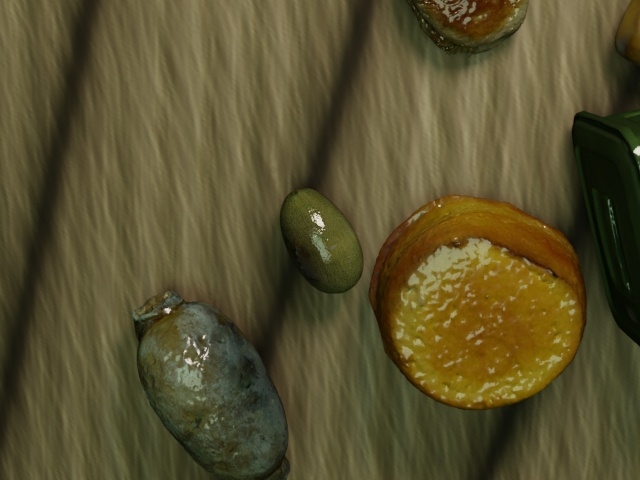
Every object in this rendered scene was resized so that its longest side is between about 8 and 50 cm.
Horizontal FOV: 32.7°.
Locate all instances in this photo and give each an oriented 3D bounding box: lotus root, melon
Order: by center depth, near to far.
[{"bbox_3d":[0.000,0.000,1.545,0.099,0.099,0.162,-27,98,13],"label":"melon"},{"bbox_3d":[-0.148,0.232,1.595,0.175,0.175,0.349,-30,104,14],"label":"lotus root"}]

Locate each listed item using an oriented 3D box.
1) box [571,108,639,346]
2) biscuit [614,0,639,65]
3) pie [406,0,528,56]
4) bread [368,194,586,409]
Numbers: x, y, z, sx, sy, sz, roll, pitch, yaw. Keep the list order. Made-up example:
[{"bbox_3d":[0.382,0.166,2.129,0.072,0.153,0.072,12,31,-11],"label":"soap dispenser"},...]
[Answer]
[{"bbox_3d":[0.462,-0.020,1.418,0.177,0.253,0.329,-16,105,-2],"label":"box"},{"bbox_3d":[0.528,-0.290,1.343,0.290,0.062,0.237,32,106,31],"label":"biscuit"},{"bbox_3d":[0.188,-0.341,1.435,0.163,0.079,0.193,-39,96,11],"label":"pie"},{"bbox_3d":[0.215,0.094,1.508,0.312,0.172,0.312,1,106,4],"label":"bread"}]
